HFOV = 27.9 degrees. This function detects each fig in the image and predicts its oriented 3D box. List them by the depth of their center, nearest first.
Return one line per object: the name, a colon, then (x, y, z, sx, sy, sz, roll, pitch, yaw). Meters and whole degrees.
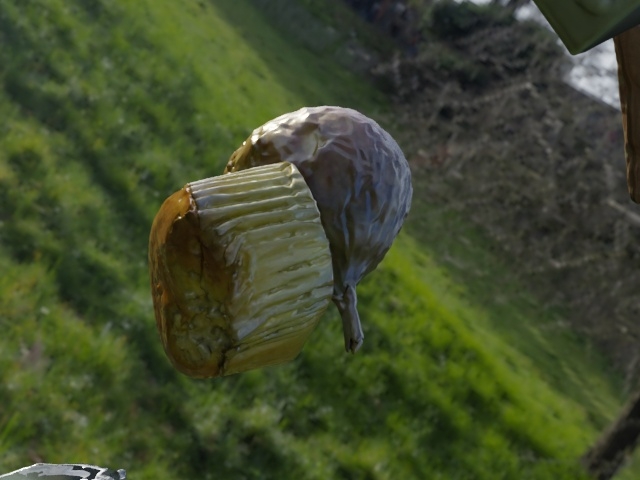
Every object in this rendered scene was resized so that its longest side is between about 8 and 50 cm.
fig: (0.000, 0.000, 1.827, 0.286, 0.286, 0.368, 29, 45, -44)

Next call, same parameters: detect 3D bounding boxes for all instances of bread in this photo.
bread: (-0.084, 0.035, 1.183, 0.133, 0.179, 0.250, -9, -11, -19)

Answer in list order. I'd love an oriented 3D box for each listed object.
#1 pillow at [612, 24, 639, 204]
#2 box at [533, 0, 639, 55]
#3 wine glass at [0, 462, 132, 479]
pillow: (0.399, -0.172, 1.333, 0.236, 0.223, 0.084, -19, 19, -24)
box: (0.346, -0.291, 0.957, 0.090, 0.367, 0.373, 51, 31, 2)
wine glass: (-0.115, 0.217, 0.577, 0.103, 0.222, 0.103, -7, 16, 2)
